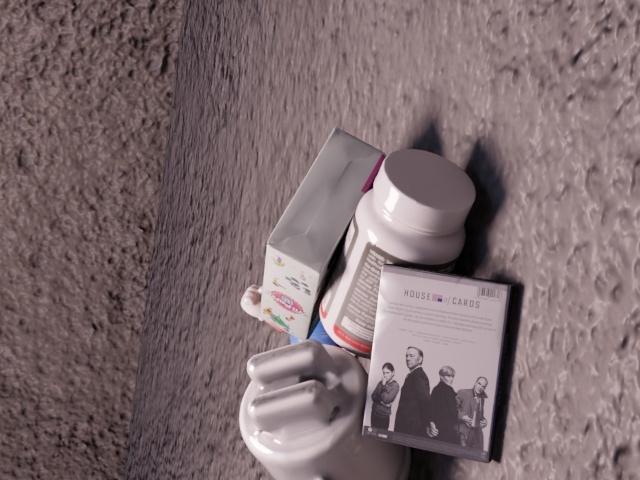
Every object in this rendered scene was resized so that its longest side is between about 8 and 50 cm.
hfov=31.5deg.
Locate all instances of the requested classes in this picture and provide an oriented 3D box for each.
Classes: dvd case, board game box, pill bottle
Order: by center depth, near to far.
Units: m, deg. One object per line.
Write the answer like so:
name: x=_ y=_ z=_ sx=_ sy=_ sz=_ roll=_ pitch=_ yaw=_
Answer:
dvd case: x=0.154 y=0.161 z=1.502 sx=0.029 sy=0.179 sz=0.239 roll=-9 pitch=-74 yaw=-67
pill bottle: x=0.111 y=0.022 z=1.619 sx=0.161 sy=0.161 sz=0.283 roll=-109 pitch=31 yaw=-46
board game box: x=0.000 y=0.000 z=1.763 sx=0.224 sy=0.097 sz=0.303 roll=-59 pitch=-8 yaw=-23

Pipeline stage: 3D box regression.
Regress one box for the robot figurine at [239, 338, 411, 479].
robot figurine: x=0.012 y=0.290 z=1.667 sx=0.353 sy=0.199 sz=0.300 roll=58 pitch=-157 yaw=-45

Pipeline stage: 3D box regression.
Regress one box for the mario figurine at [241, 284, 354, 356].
mario figurine: x=-0.028 y=0.139 z=1.939 sx=0.170 sy=0.198 sz=0.320 roll=116 pitch=148 yaw=-71
